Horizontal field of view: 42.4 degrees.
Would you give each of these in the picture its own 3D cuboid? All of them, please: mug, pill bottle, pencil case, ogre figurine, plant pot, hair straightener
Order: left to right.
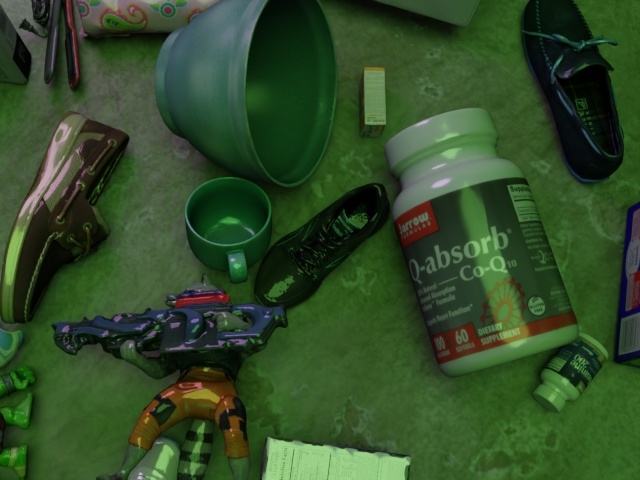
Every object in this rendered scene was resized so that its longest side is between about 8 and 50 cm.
[{"bbox_3d":[-0.475,0.278,1.174,0.118,0.097,0.197,5,88,-15],"label":"ogre figurine"},{"bbox_3d":[-0.438,-0.359,1.328,0.089,0.047,0.230,3,75,-32],"label":"hair straightener"},{"bbox_3d":[-0.253,-0.387,1.331,0.284,0.124,0.124,-2,78,-4],"label":"pencil case"},{"bbox_3d":[-0.143,-0.007,1.245,0.130,0.097,0.157,19,56,9],"label":"mug"},{"bbox_3d":[-0.122,-0.235,1.241,0.196,0.293,0.293,7,75,24],"label":"plant pot"},{"bbox_3d":[0.227,0.004,1.230,0.210,0.210,0.362,-15,79,-8],"label":"pill bottle"},{"bbox_3d":[0.382,0.204,1.269,0.067,0.067,0.120,41,78,5],"label":"pill bottle"}]

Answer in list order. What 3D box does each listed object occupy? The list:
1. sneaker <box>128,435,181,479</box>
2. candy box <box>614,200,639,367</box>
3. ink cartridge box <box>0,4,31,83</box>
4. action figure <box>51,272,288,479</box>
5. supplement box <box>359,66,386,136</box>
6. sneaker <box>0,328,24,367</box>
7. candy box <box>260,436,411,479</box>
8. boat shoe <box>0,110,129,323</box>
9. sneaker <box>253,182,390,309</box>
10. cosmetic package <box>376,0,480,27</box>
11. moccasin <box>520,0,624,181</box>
[{"bbox_3d":[-0.260,0.389,1.166,0.087,0.092,0.228,23,75,3],"label":"sneaker"},{"bbox_3d":[0.644,0.085,1.289,0.317,0.122,0.268,11,76,-1],"label":"candy box"},{"bbox_3d":[-0.650,-0.315,1.250,0.371,0.176,0.069,4,77,-3],"label":"ink cartridge box"},{"bbox_3d":[-0.212,0.200,1.174,0.342,0.178,0.330,2,56,11],"label":"action figure"},{"bbox_3d":[0.084,-0.225,1.345,0.036,0.062,0.098,1,77,-5],"label":"supplement box"},{"bbox_3d":[-0.540,0.099,1.223,0.237,0.085,0.086,40,51,8],"label":"sneaker"},{"bbox_3d":[0.015,0.324,1.164,0.196,0.165,0.070,8,76,-2],"label":"candy box"},{"bbox_3d":[-0.377,-0.029,1.237,0.123,0.123,0.341,17,66,-7],"label":"boat shoe"},{"bbox_3d":[0.000,0.000,1.267,0.267,0.106,0.101,-44,85,-11],"label":"sneaker"},{"bbox_3d":[0.116,-0.599,1.270,0.394,0.327,0.329,17,65,-1],"label":"cosmetic package"},{"bbox_3d":[0.437,-0.270,1.354,0.138,0.117,0.341,-17,79,-8],"label":"moccasin"}]
